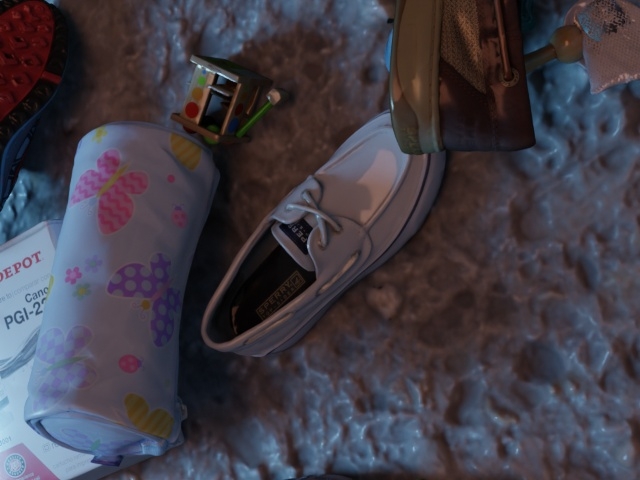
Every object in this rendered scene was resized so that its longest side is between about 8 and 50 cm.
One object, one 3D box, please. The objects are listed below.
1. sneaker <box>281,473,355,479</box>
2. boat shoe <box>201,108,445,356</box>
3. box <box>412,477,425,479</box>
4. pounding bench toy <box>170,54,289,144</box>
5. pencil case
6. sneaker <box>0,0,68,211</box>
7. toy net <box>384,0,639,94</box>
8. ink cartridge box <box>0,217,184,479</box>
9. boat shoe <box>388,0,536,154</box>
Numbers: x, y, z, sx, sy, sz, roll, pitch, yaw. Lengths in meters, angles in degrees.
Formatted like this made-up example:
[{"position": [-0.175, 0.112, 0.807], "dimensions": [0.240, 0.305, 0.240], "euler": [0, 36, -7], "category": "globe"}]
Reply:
[{"position": [-0.064, 0.304, 1.227], "dimensions": [0.321, 0.125, 0.180], "euler": [-22, 85, 39], "category": "sneaker"}, {"position": [0.000, 0.000, 1.187], "dimensions": [0.095, 0.084, 0.258], "euler": [44, 112, 21], "category": "boat shoe"}, {"position": [0.149, 0.362, 1.133], "dimensions": [0.322, 0.058, 0.232], "euler": [30, 106, 24], "category": "box"}, {"position": [-0.072, -0.109, 1.243], "dimensions": [0.083, 0.052, 0.065], "euler": [27, 105, 26], "category": "pounding bench toy"}, {"position": [-0.158, 0.039, 1.210], "dimensions": [0.124, 0.113, 0.273], "euler": [1, 67, 11], "category": "pencil case"}, {"position": [-0.310, -0.099, 1.347], "dimensions": [0.104, 0.125, 0.261], "euler": [25, 79, -8], "category": "sneaker"}, {"position": [0.160, -0.162, 1.120], "dimensions": [0.232, 0.045, 0.122], "euler": [11, 72, 26], "category": "toy net"}, {"position": [-0.236, 0.106, 1.321], "dimensions": [0.159, 0.092, 0.217], "euler": [-26, 77, 27], "category": "ink cartridge box"}, {"position": [0.129, -0.223, 1.071], "dimensions": [0.123, 0.123, 0.341], "euler": [4, 72, 15], "category": "boat shoe"}]
